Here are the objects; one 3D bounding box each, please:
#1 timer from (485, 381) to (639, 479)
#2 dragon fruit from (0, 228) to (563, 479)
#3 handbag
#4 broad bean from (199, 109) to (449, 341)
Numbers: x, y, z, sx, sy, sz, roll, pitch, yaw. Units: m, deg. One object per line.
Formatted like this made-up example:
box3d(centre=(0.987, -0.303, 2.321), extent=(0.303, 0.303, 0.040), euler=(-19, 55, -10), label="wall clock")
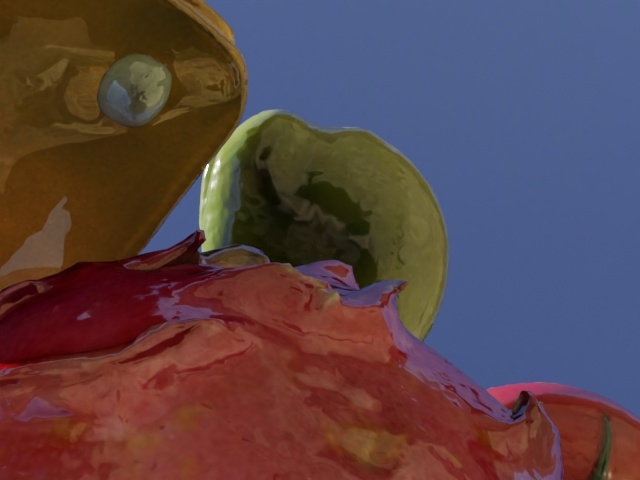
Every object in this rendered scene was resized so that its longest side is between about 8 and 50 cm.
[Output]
box3d(centre=(0.235, 0.347, 1.803), extent=(0.378, 0.279, 0.378), euler=(2, -101, -12), label="timer")
box3d(centre=(-0.068, 0.132, 0.683), extent=(0.386, 0.371, 0.249), euler=(-9, -100, -34), label="dragon fruit")
box3d(centre=(-0.256, -0.090, 0.824), extent=(0.401, 0.283, 0.133), euler=(34, -164, -22), label="handbag")
box3d(centre=(0.000, 0.000, 1.578), extent=(0.291, 0.238, 0.119), euler=(59, -176, 15), label="broad bean")
